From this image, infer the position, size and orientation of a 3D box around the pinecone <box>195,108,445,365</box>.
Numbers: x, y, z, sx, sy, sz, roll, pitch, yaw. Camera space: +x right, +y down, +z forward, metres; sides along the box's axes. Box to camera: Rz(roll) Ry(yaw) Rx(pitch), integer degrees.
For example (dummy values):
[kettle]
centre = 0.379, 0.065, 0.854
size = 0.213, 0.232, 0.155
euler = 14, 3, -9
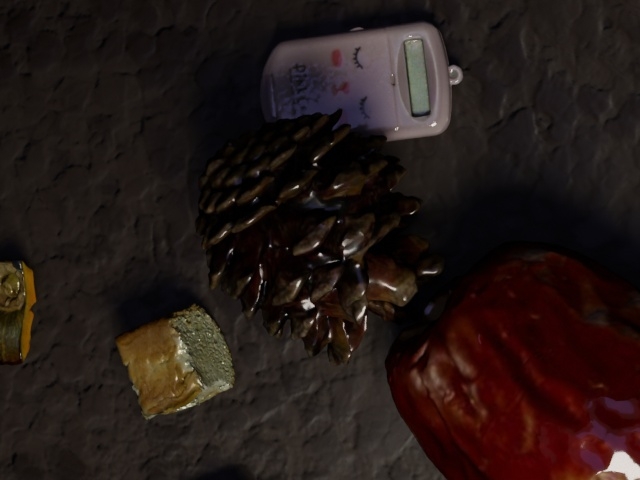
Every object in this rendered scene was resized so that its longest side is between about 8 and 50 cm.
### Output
[pinecone]
centre = -0.005, 0.000, 1.262
size = 0.184, 0.179, 0.205
euler = -28, 98, -22

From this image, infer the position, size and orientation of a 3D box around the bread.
[bread]
centre = -0.124, 0.104, 1.340
size = 0.070, 0.076, 0.083
euler = -24, 83, 21

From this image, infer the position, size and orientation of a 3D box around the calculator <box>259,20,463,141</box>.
[calculator]
centre = 0.034, -0.130, 1.338
size = 0.175, 0.032, 0.100
euler = -7, 86, 11

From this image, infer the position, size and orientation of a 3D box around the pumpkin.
[pumpkin]
centre = -0.285, 0.058, 1.396
size = 0.073, 0.035, 0.101
euler = 3, 91, 23

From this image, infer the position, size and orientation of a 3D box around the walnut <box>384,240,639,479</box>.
[walnut]
centre = 0.200, 0.109, 1.214
size = 0.244, 0.222, 0.269
euler = -37, 73, -24
